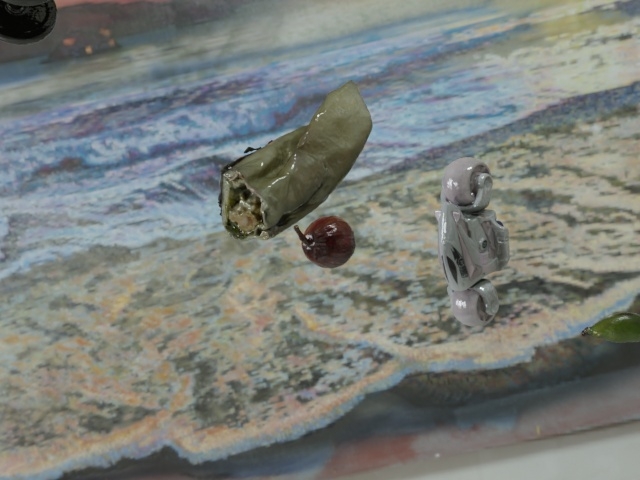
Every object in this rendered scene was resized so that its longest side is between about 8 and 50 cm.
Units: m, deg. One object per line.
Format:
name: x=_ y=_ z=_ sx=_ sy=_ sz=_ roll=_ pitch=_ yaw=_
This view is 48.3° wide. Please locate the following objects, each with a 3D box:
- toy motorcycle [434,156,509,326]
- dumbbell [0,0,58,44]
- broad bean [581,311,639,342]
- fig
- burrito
toy motorcycle: x=0.211 y=0.007 z=1.039 sx=0.113 sy=0.254 sz=0.112 roll=-6 pitch=12 yaw=1
dumbbell: x=-0.251 y=-0.208 z=0.591 sx=0.069 sy=0.069 sz=0.147 roll=-18 pitch=-11 yaw=-30
broad bean: x=0.615 y=0.169 z=1.381 sx=0.214 sy=0.070 sz=0.048 roll=-8 pitch=22 yaw=3
fig: x=0.016 y=-0.001 z=1.615 sx=0.129 sy=0.128 sz=0.150 roll=-11 pitch=-16 yaw=8
burrito: x=-0.026 y=-0.133 z=1.283 sx=0.135 sy=0.190 sz=0.332 roll=39 pitch=62 yaw=24
